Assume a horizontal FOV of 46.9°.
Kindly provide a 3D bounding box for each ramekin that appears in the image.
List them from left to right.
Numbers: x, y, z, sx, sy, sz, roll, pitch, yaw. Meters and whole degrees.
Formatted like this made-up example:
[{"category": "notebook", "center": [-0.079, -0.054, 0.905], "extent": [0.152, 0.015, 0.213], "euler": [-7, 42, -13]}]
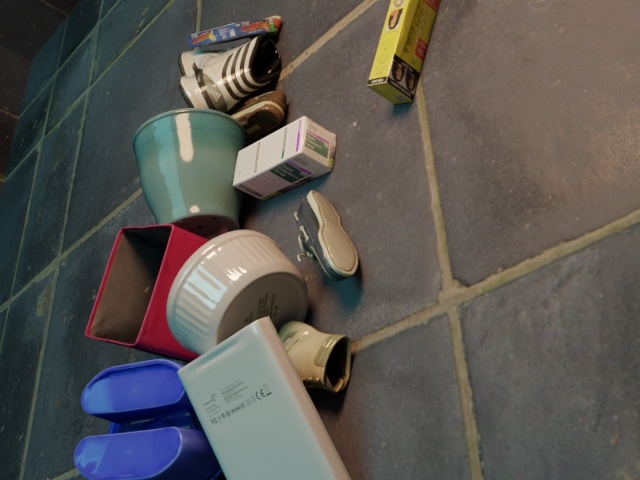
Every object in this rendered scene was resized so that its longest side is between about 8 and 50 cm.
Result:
[{"category": "ramekin", "center": [-0.144, 0.125, 1.398], "extent": [0.127, 0.273, 0.273], "euler": [34, 97, 41]}]

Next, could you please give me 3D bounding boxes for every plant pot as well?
[{"category": "plant pot", "center": [-0.295, -0.127, 1.730], "extent": [0.272, 0.272, 0.255], "euler": [-32, 57, 37]}]

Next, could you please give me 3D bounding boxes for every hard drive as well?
[{"category": "hard drive", "center": [-0.090, 0.334, 1.238], "extent": [0.233, 0.047, 0.353], "euler": [-35, 78, 35]}]

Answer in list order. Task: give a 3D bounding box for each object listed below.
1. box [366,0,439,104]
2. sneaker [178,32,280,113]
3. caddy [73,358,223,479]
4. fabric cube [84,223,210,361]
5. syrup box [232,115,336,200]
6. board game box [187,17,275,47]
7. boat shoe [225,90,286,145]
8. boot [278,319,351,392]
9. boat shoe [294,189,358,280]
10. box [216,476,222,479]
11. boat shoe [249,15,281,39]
[{"category": "box", "center": [0.165, -0.391, 1.450], "extent": [0.058, 0.087, 0.232], "euler": [1, 70, 49]}, {"category": "sneaker", "center": [-0.228, -0.441, 1.942], "extent": [0.257, 0.169, 0.447], "euler": [-24, 27, 2]}, {"category": "caddy", "center": [-0.314, 0.365, 1.442], "extent": [0.341, 0.179, 0.241], "euler": [-13, 64, 28]}, {"category": "fabric cube", "center": [-0.305, 0.129, 1.588], "extent": [0.259, 0.258, 0.254], "euler": [-1, 69, 51]}, {"category": "syrup box", "center": [-0.081, -0.175, 1.620], "extent": [0.237, 0.093, 0.096], "euler": [-18, 56, 44]}, {"category": "board game box", "center": [-0.233, -0.539, 1.918], "extent": [0.201, 0.136, 0.035], "euler": [3, 109, 44]}, {"category": "boat shoe", "center": [-0.175, -0.302, 1.824], "extent": [0.257, 0.095, 0.095], "euler": [-11, 48, 41]}, {"category": "boot", "center": [-0.031, 0.259, 1.334], "extent": [0.165, 0.077, 0.213], "euler": [8, 77, 49]}, {"category": "boat shoe", "center": [0.000, 0.000, 1.422], "extent": [0.079, 0.095, 0.254], "euler": [-47, 39, 20]}, {"category": "box", "center": [-0.259, 0.518, 1.465], "extent": [0.137, 0.072, 0.126], "euler": [-60, 36, 5]}, {"category": "boat shoe", "center": [-0.154, -0.569, 1.970], "extent": [0.137, 0.049, 0.043], "euler": [4, 70, 49]}]
